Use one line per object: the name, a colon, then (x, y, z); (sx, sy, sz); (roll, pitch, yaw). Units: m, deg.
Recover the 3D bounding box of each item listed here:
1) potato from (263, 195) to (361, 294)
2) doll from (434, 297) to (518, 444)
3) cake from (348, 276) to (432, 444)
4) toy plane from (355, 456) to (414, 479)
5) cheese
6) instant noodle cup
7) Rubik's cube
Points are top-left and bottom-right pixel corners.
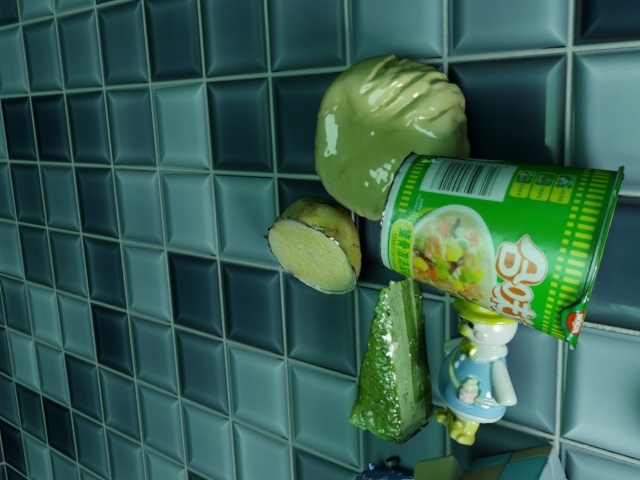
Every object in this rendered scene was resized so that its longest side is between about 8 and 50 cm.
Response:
potato: (0.000, 0.000, 1.014); (0.164, 0.081, 0.200); (28, 152, 10)
doll: (0.213, 0.150, 0.888); (0.098, 0.135, 0.241); (8, 110, 10)
cake: (0.096, 0.166, 0.989); (0.099, 0.100, 0.236); (2, 103, 40)
toy plane: (0.126, 0.377, 1.046); (0.167, 0.062, 0.054); (-13, 92, 32)
cheese: (0.099, -0.132, 0.912); (0.213, 0.117, 0.226); (30, 124, 28)
instant noodle cup: (0.196, -0.007, 0.752); (0.232, 0.207, 0.207); (16, 112, 22)
Rubik's cube: (0.226, 0.406, 0.862); (0.212, 0.224, 0.266); (-22, 83, 27)
